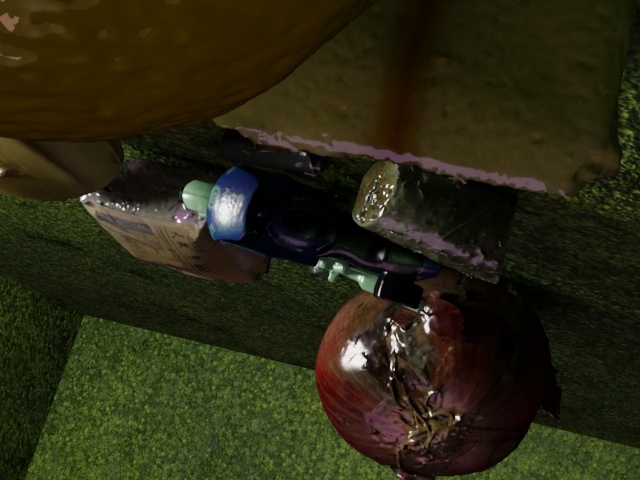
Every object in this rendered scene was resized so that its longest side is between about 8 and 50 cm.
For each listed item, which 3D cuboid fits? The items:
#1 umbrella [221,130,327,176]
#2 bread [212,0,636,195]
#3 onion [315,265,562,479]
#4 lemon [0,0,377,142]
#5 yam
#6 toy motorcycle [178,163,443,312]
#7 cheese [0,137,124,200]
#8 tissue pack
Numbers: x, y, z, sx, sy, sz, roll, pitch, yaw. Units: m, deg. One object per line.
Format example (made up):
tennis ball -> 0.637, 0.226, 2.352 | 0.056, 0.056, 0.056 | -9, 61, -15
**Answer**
umbrella -> -0.055, -0.100, 1.284 | 0.133, 0.031, 0.036 | 12, 167, 21
bread -> 0.069, -0.114, 0.748 | 0.264, 0.198, 0.236 | 14, 173, 8
onion -> 0.173, 0.195, 1.608 | 0.354, 0.353, 0.353 | 17, 167, 4
lemon -> -0.097, -0.188, 0.396 | 0.336, 0.336, 0.336 | 17, 167, 4
yam -> 0.131, -0.025, 1.209 | 0.183, 0.107, 0.107 | 20, 167, -4
toy motorcycle -> -0.012, -0.015, 1.320 | 0.331, 0.125, 0.196 | 16, 179, -1
cheese -> -0.372, -0.135, 1.343 | 0.260, 0.128, 0.316 | 6, 165, 33
tissue pack -> -0.203, -0.026, 1.582 | 0.215, 0.122, 0.256 | 11, 166, 18
